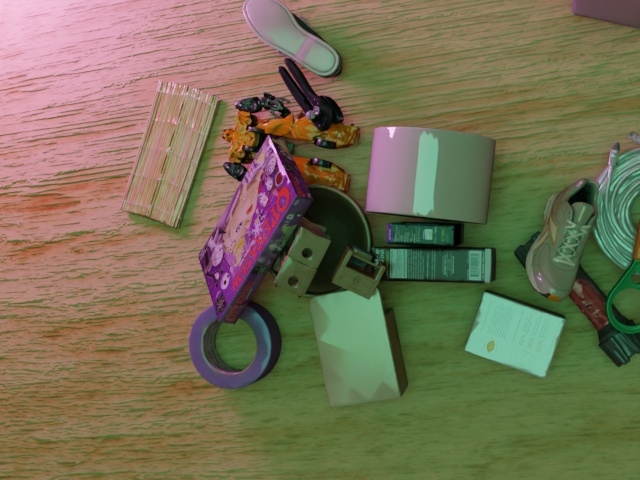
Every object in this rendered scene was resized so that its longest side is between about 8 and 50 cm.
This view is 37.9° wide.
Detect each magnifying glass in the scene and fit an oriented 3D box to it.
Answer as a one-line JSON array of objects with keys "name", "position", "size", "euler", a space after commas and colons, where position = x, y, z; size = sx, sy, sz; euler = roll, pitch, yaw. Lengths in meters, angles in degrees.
[{"name": "magnifying glass", "position": [0.601, 0.062, 1.767], "size": [0.092, 0.026, 0.231], "euler": [11, 94, 6]}]

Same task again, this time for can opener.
[{"name": "can opener", "position": [-0.030, -0.302, 1.940], "size": [0.186, 0.073, 0.059], "euler": [50, 116, 17]}]

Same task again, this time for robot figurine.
[{"name": "robot figurine", "position": [-0.070, -0.199, 1.999], "size": [0.291, 0.085, 0.211], "euler": [13, 93, 13]}]

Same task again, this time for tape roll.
[{"name": "tape roll", "position": [-0.185, 0.224, 2.028], "size": [0.189, 0.080, 0.189], "euler": [0, 91, 14]}, {"name": "tape roll", "position": [0.217, -0.127, 1.844], "size": [0.246, 0.246, 0.169], "euler": [6, 92, 14]}]

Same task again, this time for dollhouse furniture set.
[{"name": "dollhouse furniture set", "position": [0.013, 0.055, 1.855], "size": [0.183, 0.129, 0.129], "euler": [25, 100, -9]}]

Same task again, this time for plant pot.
[{"name": "plant pot", "position": [0.000, 0.000, 1.964], "size": [0.237, 0.110, 0.237], "euler": [1, 92, 14]}]

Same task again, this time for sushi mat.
[{"name": "sushi mat", "position": [-0.340, -0.195, 2.100], "size": [0.151, 0.019, 0.317], "euler": [20, 94, 15]}]

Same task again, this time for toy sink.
[{"name": "toy sink", "position": [0.081, 0.211, 1.935], "size": [0.152, 0.131, 0.234], "euler": [-12, 92, 14]}]

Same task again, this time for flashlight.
[{"name": "flashlight", "position": [0.514, 0.110, 1.835], "size": [0.103, 0.103, 0.304], "euler": [-36, 78, -4]}]

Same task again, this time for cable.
[{"name": "cable", "position": [0.653, -0.056, 1.813], "size": [0.257, 0.089, 0.257], "euler": [24, 96, 13]}]

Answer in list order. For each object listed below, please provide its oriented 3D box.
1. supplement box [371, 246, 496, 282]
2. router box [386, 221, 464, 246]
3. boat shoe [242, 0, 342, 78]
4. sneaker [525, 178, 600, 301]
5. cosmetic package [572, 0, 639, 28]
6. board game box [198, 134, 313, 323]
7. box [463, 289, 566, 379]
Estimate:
[{"name": "supplement box", "position": [0.232, 0.048, 1.897], "size": [0.239, 0.130, 0.073], "euler": [1, 90, 15]}, {"name": "router box", "position": [0.214, -0.014, 1.876], "size": [0.133, 0.179, 0.046], "euler": [2, 92, 14]}, {"name": "boat shoe", "position": [-0.057, -0.437, 2.000], "size": [0.254, 0.079, 0.095], "euler": [34, 96, 10]}, {"name": "sneaker", "position": [0.463, -0.011, 1.751], "size": [0.099, 0.121, 0.262], "euler": [21, 58, -5]}, {"name": "cosmetic package", "position": [0.557, -0.548, 1.651], "size": [0.161, 0.453, 0.230], "euler": [18, 94, 13]}, {"name": "board game box", "position": [-0.142, -0.021, 1.920], "size": [0.347, 0.056, 0.208], "euler": [-57, 41, 28]}, {"name": "box", "position": [0.391, 0.186, 1.875], "size": [0.170, 0.091, 0.130], "euler": [20, 95, 13]}]
